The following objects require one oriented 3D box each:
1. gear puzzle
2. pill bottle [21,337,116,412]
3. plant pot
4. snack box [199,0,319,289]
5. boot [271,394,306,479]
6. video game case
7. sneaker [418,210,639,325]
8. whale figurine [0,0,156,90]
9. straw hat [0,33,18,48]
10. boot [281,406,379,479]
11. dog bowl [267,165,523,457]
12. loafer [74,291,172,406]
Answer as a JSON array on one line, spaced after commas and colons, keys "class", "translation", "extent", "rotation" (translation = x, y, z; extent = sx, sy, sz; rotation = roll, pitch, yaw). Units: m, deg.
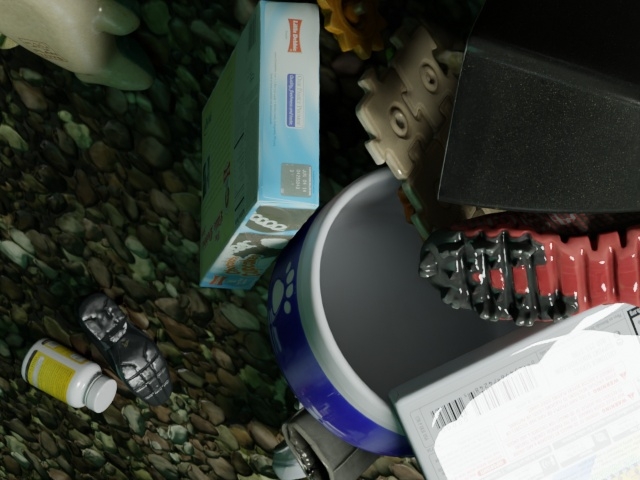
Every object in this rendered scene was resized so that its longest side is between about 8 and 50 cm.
[{"class": "gear puzzle", "translation": [0.082, -0.093, 1.688], "extent": [0.044, 0.175, 0.339], "rotation": [-19, 114, 36]}, {"class": "pill bottle", "translation": [-0.324, 0.177, 2.438], "extent": [0.116, 0.065, 0.065], "rotation": [25, 141, 23]}, {"class": "plant pot", "translation": [0.211, -0.128, 1.540], "extent": [0.167, 0.188, 0.187], "rotation": [19, 139, 11]}, {"class": "snack box", "translation": [-0.062, -0.080, 1.767], "extent": [0.060, 0.187, 0.322], "rotation": [3, 165, -12]}, {"class": "boot", "translation": [0.006, 0.182, 2.131], "extent": [0.258, 0.095, 0.123], "rotation": [-31, 97, 45]}, {"class": "video game case", "translation": [0.264, 0.195, 1.700], "extent": [0.300, 0.329, 0.036], "rotation": [66, 175, -18]}, {"class": "sneaker", "translation": [0.223, 0.001, 1.620], "extent": [0.276, 0.135, 0.097], "rotation": [-2, 127, 7]}, {"class": "whale figurine", "translation": [-0.256, -0.257, 1.901], "extent": [0.216, 0.141, 0.272], "rotation": [13, 159, 35]}, {"class": "straw hat", "translation": [-0.331, -0.238, 2.020], "extent": [0.144, 0.061, 0.144], "rotation": [25, 141, 23]}, {"class": "boot", "translation": [0.076, 0.197, 1.964], "extent": [0.189, 0.208, 0.076], "rotation": [52, 144, -14]}, {"class": "dog bowl", "translation": [0.087, 0.067, 1.773], "extent": [0.265, 0.265, 0.104], "rotation": [46, 147, -5]}, {"class": "loafer", "translation": [-0.244, 0.132, 2.334], "extent": [0.170, 0.062, 0.061], "rotation": [57, 164, -15]}]
